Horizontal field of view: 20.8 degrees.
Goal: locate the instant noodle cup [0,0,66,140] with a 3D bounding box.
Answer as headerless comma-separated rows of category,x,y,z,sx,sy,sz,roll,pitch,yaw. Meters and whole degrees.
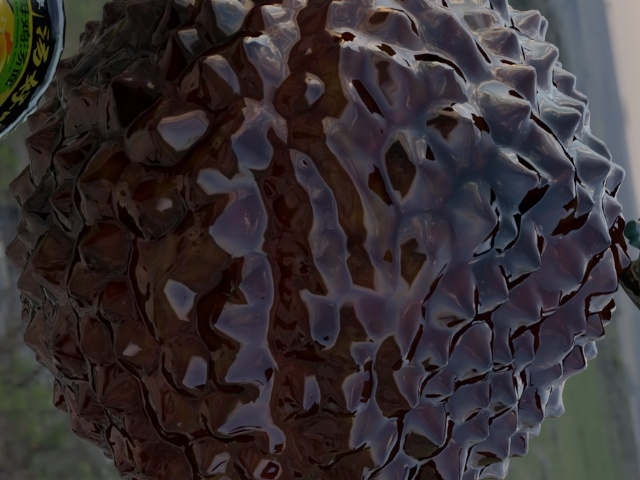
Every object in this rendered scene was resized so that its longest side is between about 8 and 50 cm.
instant noodle cup,-0.222,-0.116,0.919,0.122,0.151,0.151,-17,97,-83

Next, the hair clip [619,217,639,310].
hair clip,0.319,0.137,1.214,0.359,0.095,0.110,59,29,9

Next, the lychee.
lychee,0.000,0.000,1.190,0.500,0.424,0.425,72,10,-79
